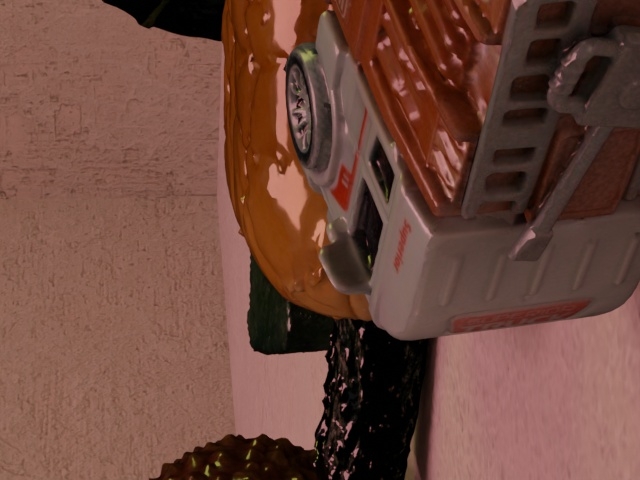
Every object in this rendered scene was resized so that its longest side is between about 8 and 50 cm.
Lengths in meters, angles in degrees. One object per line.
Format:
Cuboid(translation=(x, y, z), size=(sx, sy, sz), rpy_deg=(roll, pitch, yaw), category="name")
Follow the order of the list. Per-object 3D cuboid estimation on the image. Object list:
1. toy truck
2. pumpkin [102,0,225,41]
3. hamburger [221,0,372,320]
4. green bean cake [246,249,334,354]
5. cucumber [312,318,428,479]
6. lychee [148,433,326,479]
Cuboid(translation=(0.079, -0.087, 0.615), size=(0.305, 0.136, 0.162), rpy_deg=(101, 158, -50), category="toy truck")
Cuboid(translation=(-0.097, -0.338, 1.570), size=(0.296, 0.296, 0.296), rpy_deg=(179, 90, -83), category="pumpkin")
Cuboid(translation=(0.028, -0.109, 0.948), size=(0.318, 0.158, 0.319), rpy_deg=(178, 90, -81), category="hamburger")
Cuboid(translation=(0.000, 0.000, 1.412), size=(0.208, 0.107, 0.193), rpy_deg=(159, 113, -82), category="green bean cake")
Cuboid(translation=(0.043, 0.034, 1.185), size=(0.081, 0.072, 0.303), rpy_deg=(-25, -50, -46), category="cucumber")
Cuboid(translation=(-0.036, 0.286, 1.261), size=(0.271, 0.271, 0.271), rpy_deg=(179, 90, -83), category="lychee")
